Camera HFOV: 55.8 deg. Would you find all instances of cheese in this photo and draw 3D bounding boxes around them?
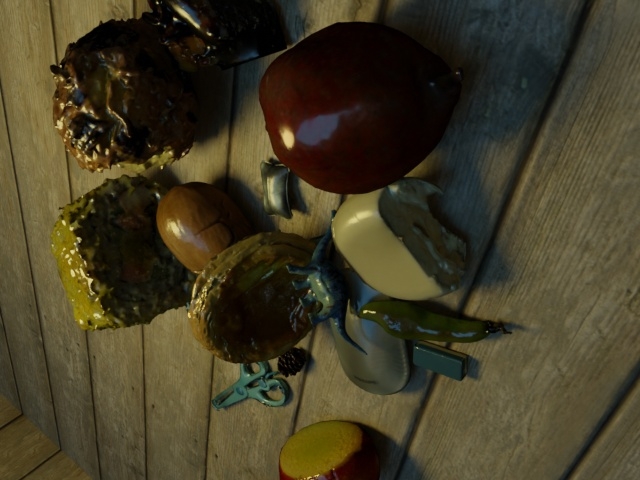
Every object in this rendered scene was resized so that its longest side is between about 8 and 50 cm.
[{"bbox_3d":[0.154,0.001,1.172,0.233,0.127,0.266,-17,123,45],"label":"cheese"}]

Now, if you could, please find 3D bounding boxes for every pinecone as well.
[{"bbox_3d":[-0.076,0.326,1.624,0.083,0.077,0.077,-23,99,35],"label":"pinecone"}]

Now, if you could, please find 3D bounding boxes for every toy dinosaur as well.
[{"bbox_3d":[0.002,0.104,1.324,0.076,0.144,0.329,146,113,-78],"label":"toy dinosaur"}]

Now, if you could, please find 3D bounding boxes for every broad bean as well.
[{"bbox_3d":[0.232,0.173,1.262,0.325,0.067,0.075,4,131,20],"label":"broad bean"}]

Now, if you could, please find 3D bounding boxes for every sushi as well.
[{"bbox_3d":[-0.503,0.030,1.611,0.240,0.351,0.396,-22,86,52],"label":"sushi"},{"bbox_3d":[-0.231,-0.452,1.197,0.215,0.212,0.227,-3,111,41],"label":"sushi"}]

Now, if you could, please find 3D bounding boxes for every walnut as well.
[{"bbox_3d":[-0.267,-0.016,1.498,0.298,0.203,0.203,43,136,-12],"label":"walnut"}]

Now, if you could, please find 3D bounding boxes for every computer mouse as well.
[{"bbox_3d":[0.106,0.218,1.397,0.197,0.095,0.330,1,115,34],"label":"computer mouse"}]

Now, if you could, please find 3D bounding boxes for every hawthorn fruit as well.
[{"bbox_3d":[0.065,-0.231,1.036,0.325,0.308,0.308,-28,97,11],"label":"hawthorn fruit"}]

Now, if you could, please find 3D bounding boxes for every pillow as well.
[{"bbox_3d":[-0.103,-0.115,1.395,0.091,0.055,0.135,-138,39,-59],"label":"pillow"}]

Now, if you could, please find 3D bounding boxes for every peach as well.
[{"bbox_3d":[0.040,0.598,1.587,0.275,0.248,0.245,-26,131,32],"label":"peach"}]

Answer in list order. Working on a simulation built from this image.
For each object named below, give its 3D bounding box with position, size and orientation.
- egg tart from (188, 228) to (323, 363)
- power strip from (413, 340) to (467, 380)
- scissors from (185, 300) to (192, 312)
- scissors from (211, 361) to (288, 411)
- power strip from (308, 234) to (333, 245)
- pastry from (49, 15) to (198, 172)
[{"bbox_3d":[-0.146,0.121,1.410,0.150,0.352,0.352,-138,37,-55],"label":"egg tart"},{"bbox_3d":[0.262,0.263,1.334,0.123,0.032,0.056,15,122,33],"label":"power strip"},{"bbox_3d":[-0.343,0.097,1.737,0.191,0.029,0.360,49,135,8],"label":"scissors"},{"bbox_3d":[-0.232,0.460,1.855,0.180,0.032,0.393,54,134,1],"label":"scissors"},{"bbox_3d":[0.000,0.000,1.399,0.083,0.027,0.017,-11,104,43],"label":"power strip"},{"bbox_3d":[-0.415,-0.321,1.329,0.292,0.405,0.337,-5,96,6],"label":"pastry"}]
